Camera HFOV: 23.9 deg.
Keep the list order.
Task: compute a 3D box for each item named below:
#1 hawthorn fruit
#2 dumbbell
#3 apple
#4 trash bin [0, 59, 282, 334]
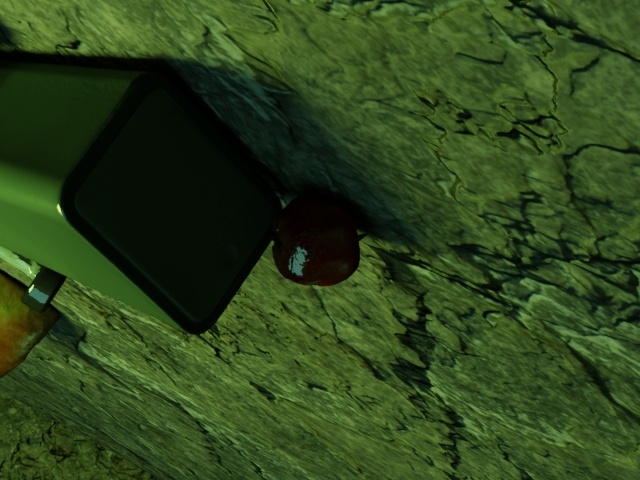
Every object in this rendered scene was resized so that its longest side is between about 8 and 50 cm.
[{"bbox_3d":[0.000,0.000,1.403,0.093,0.093,0.093,27,161,10],"label":"hawthorn fruit"},{"bbox_3d":[-0.422,0.007,2.005,0.191,0.100,0.100,34,161,-7],"label":"dumbbell"},{"bbox_3d":[-0.608,0.104,2.458,0.346,0.179,0.254,21,122,23],"label":"apple"},{"bbox_3d":[-0.234,-0.062,1.469,0.343,0.158,0.223,17,157,47],"label":"trash bin"}]
